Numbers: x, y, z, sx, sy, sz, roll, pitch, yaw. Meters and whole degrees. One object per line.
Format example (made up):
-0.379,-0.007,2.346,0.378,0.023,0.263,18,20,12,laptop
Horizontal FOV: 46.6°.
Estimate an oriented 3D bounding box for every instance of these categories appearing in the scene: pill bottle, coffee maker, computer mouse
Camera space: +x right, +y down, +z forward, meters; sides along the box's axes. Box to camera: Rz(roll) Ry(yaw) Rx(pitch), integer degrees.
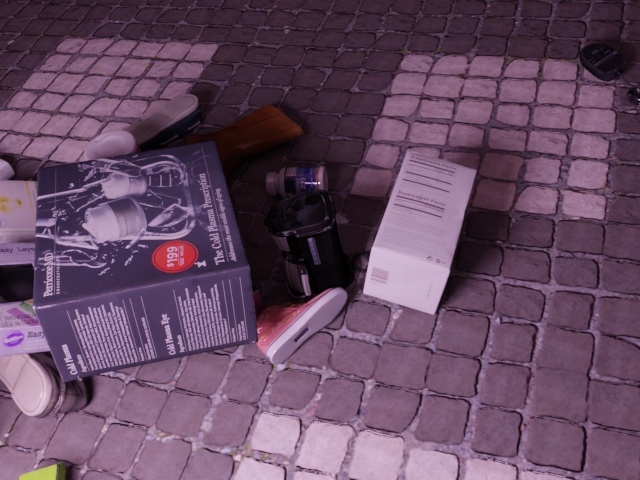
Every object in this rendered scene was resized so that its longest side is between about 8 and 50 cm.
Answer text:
-0.048,-0.117,1.517,0.120,0.067,0.067,-2,48,11,pill bottle
0.000,0.000,1.324,0.171,0.178,0.120,-29,49,-14,coffee maker
-0.401,-0.126,1.522,0.107,0.180,0.108,-6,47,6,pill bottle
0.650,-0.347,1.606,0.071,0.041,0.242,-30,55,-4,computer mouse

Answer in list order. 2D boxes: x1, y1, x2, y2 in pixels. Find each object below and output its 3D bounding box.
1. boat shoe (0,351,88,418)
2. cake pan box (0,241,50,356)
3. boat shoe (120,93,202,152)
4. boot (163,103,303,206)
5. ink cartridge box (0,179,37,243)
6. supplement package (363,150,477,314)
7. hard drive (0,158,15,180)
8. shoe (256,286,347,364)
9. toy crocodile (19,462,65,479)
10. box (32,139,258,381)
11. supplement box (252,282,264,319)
-0.523,0.204,1.324,0.335,0.095,0.112,36,99,40,boat shoe
-0.485,0.094,1.334,0.266,0.070,0.246,-2,34,-37,cake pan box
-0.376,-0.242,1.694,0.095,0.079,0.254,26,56,34,boat shoe
-0.161,-0.176,1.607,0.280,0.096,0.264,-25,40,-21,boot
-0.690,-0.056,1.542,0.235,0.056,0.171,0,40,-30,ink cartridge box
0.177,-0.018,1.317,0.133,0.139,0.244,17,51,8,supplement package
-0.901,-0.083,1.682,0.232,0.047,0.353,20,55,27,hard drive
-0.041,0.128,1.287,0.178,0.063,0.081,-41,55,-11,shoe
-0.390,0.468,1.043,0.115,0.105,0.341,-19,42,-5,toy crocodile
-0.290,0.020,1.226,0.312,0.179,0.343,-12,43,-10,box
-0.192,0.085,1.353,0.104,0.081,0.188,-30,49,-17,supplement box
